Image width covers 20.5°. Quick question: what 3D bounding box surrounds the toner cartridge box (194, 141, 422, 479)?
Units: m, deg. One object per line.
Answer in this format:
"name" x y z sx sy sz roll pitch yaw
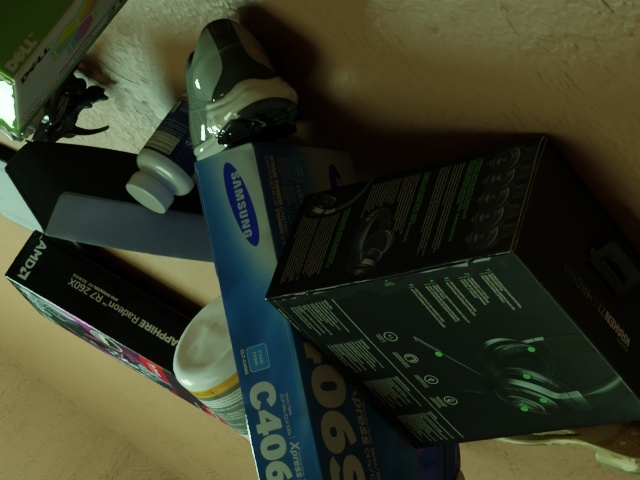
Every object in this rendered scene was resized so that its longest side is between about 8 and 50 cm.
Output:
"toner cartridge box" -0.009 0.086 1.654 0.075 0.348 0.165 -18 169 32

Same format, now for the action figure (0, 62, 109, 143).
"action figure" -0.350 -0.174 1.945 0.164 0.141 0.276 1 143 40

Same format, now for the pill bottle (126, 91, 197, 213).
"pill bottle" -0.148 -0.090 1.834 0.067 0.120 0.067 31 162 11

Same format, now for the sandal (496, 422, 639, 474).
"sandal" 0.267 0.182 1.928 0.240 0.088 0.079 14 123 32

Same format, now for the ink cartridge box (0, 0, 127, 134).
"ink cartridge box" -0.250 -0.229 1.541 0.097 0.189 0.255 34 162 3

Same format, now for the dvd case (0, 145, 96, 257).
"dvd case" -0.439 -0.073 2.544 0.180 0.022 0.253 24 159 29

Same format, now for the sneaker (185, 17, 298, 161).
"sneaker" -0.081 -0.139 1.668 0.271 0.100 0.108 131 116 -79

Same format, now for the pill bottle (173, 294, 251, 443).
"pill bottle" -0.051 0.203 2.353 0.278 0.162 0.162 45 159 -29

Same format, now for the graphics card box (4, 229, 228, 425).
"graphics card box" -0.278 0.134 2.653 0.371 0.094 0.233 30 168 12

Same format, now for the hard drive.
"hard drive" -0.199 -0.042 1.921 0.254 0.054 0.172 9 -156 -32

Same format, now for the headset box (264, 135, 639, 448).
"headset box" 0.144 0.053 1.556 0.283 0.131 0.246 -13 134 39

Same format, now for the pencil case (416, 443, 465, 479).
"pencil case" 0.088 0.159 1.789 0.133 0.306 0.119 -7 162 32
